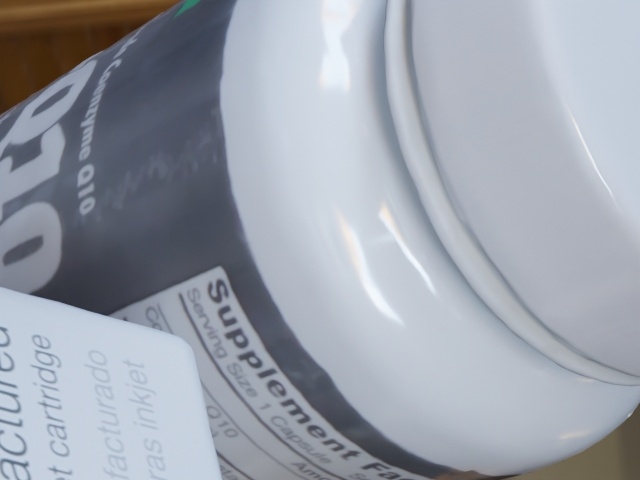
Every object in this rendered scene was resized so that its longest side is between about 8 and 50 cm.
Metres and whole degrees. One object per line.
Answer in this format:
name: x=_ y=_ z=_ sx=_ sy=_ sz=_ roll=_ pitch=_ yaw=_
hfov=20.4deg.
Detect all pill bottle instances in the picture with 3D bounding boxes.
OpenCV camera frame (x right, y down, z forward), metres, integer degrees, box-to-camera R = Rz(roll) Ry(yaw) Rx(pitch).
pill bottle: x=0.000 y=0.000 z=0.654 sx=0.361 sy=0.204 sz=0.204 roll=-24 pitch=-115 yaw=42

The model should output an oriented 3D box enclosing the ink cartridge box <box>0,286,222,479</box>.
ink cartridge box: x=-0.201 y=0.121 z=0.344 sx=0.160 sy=0.385 sz=0.279 roll=-49 pitch=-141 yaw=32
